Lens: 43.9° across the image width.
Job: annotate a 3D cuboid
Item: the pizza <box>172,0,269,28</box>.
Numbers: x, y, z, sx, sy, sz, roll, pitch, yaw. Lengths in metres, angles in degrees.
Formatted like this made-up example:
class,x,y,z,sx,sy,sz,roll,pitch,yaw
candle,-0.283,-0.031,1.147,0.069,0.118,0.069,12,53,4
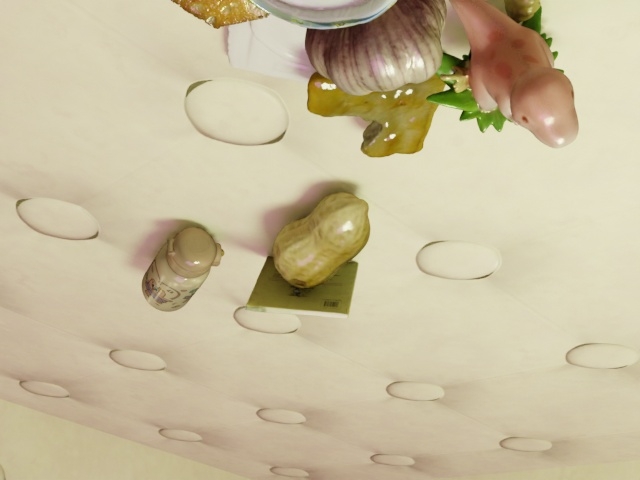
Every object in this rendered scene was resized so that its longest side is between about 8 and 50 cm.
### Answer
class,x,y,z,sx,sy,sz,roll,pitch,yaw
pizza,-0.101,-0.279,0.842,0.160,0.035,0.099,-7,134,24

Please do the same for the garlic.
class,x,y,z,sx,sy,sz,roll,pitch,yaw
garlic,0.052,-0.218,0.799,0.147,0.159,0.102,-29,136,9

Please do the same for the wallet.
class,x,y,z,sx,sy,sz,roll,pitch,yaw
wallet,-0.020,-0.225,0.932,0.183,0.032,0.124,10,154,-7

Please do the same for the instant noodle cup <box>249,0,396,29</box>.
class,x,y,z,sx,sy,sz,roll,pitch,yaw
instant noodle cup,0.004,-0.289,0.688,0.205,0.153,0.205,7,152,4

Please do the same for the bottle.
class,x,y,z,sx,sy,sz,roll,pitch,yaw
bottle,-0.241,0.050,1.413,0.110,0.097,0.209,5,154,-26

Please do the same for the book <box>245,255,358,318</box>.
class,x,y,z,sx,sy,sz,roll,pitch,yaw
book,-0.026,0.075,1.343,0.168,0.192,0.013,4,114,7

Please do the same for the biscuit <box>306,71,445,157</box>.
class,x,y,z,sx,sy,sz,roll,pitch,yaw
biscuit,0.066,-0.156,0.984,0.174,0.039,0.183,-12,153,-9

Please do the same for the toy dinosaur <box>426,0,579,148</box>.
class,x,y,z,sx,sy,sz,roll,pitch,yaw
toy dinosaur,0.181,-0.169,0.806,0.152,0.194,0.177,-20,176,10

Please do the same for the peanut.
class,x,y,z,sx,sy,sz,roll,pitch,yaw
peanut,0.000,0.000,1.252,0.120,0.110,0.236,27,145,-15
